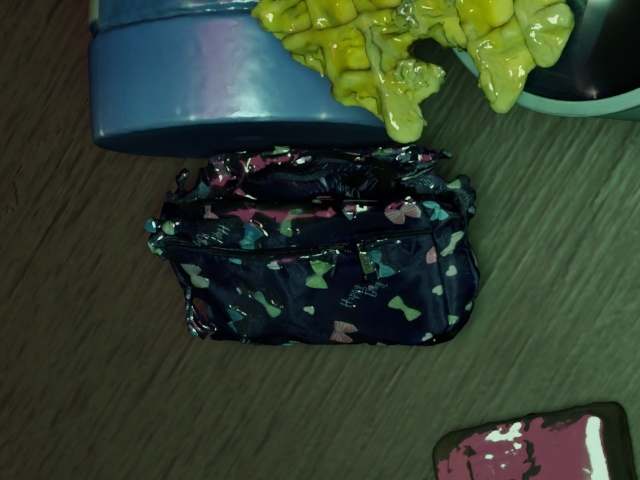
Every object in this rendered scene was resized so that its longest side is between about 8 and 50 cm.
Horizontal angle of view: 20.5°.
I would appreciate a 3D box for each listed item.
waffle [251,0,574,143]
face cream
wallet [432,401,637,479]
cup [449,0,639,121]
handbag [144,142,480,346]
[{"bbox_3d":[0.069,-0.201,1.156,0.261,0.056,0.250,38,111,36],"label":"waffle"},{"bbox_3d":[-0.059,-0.185,1.376,0.249,0.249,0.225,-4,87,14],"label":"face cream"},{"bbox_3d":[0.191,0.291,1.407,0.165,0.042,0.310,-11,86,12],"label":"wallet"},{"bbox_3d":[0.240,-0.188,1.252,0.331,0.311,0.257,-32,70,34],"label":"cup"},{"bbox_3d":[0.000,0.000,1.408,0.260,0.113,0.162,-2,132,15],"label":"handbag"}]
